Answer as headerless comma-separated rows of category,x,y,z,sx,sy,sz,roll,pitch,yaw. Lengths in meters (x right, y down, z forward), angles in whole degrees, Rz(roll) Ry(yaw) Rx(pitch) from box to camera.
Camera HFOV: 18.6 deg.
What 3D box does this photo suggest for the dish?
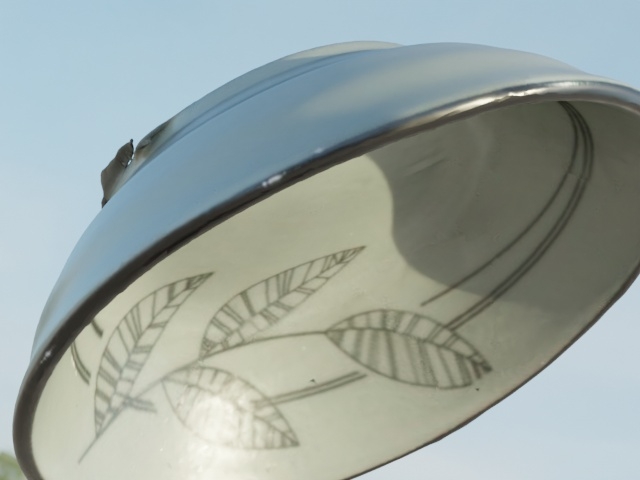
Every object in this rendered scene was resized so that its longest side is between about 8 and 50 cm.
dish,0.000,0.000,0.861,0.106,0.316,0.316,64,7,27
